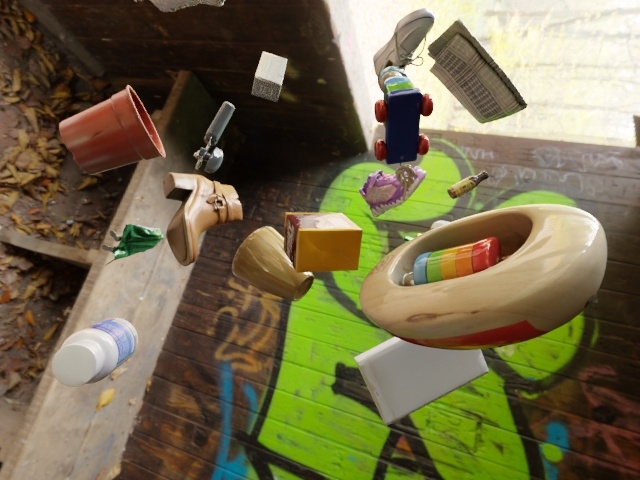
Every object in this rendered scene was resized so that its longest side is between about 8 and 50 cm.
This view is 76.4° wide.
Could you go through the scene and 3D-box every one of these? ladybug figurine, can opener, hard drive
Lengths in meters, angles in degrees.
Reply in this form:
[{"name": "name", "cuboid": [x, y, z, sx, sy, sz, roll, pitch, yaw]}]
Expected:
[{"name": "ladybug figurine", "cuboid": [0.265, 0.080, 0.733, 0.161, 0.450, 0.305, 56, 49, -16]}, {"name": "can opener", "cuboid": [-0.369, -0.362, 1.444, 0.074, 0.093, 0.280, -23, -134, 61]}, {"name": "hard drive", "cuboid": [0.266, 0.325, 1.059, 0.040, 0.308, 0.202, -138, -157, -77]}]

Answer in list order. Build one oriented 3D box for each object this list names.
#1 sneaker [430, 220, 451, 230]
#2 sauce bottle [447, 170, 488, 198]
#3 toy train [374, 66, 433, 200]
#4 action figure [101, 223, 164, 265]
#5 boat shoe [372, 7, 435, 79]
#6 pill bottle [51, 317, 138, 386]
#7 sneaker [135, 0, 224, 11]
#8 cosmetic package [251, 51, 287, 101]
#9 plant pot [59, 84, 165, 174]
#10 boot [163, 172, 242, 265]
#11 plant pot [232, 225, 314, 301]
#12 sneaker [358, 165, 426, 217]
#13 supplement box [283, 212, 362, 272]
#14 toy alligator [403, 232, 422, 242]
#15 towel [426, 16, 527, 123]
[{"name": "sneaker", "cuboid": [0.628, -0.037, 1.639, 0.135, 0.367, 0.149, 121, -14, -76]}, {"name": "sauce bottle", "cuboid": [0.460, -0.175, 1.265, 0.042, 0.128, 0.042, 59, 4, -6]}, {"name": "toy train", "cuboid": [0.157, -0.219, 0.845, 0.247, 0.105, 0.143, 81, 2, -48]}, {"name": "action figure", "cuboid": [-0.549, -0.003, 1.228, 0.137, 0.064, 0.232, -54, 173, 10]}, {"name": "boat shoe", "cuboid": [0.313, -0.707, 1.551, 0.367, 0.136, 0.156, 160, -75, -65]}, {"name": "pill bottle", "cuboid": [-0.647, 0.320, 1.175, 0.272, 0.153, 0.152, 171, -69, -83]}, {"name": "sneaker", "cuboid": [-0.433, -0.755, 1.230, 0.110, 0.298, 0.129, -74, 180, -52]}, {"name": "cosmetic package", "cuboid": [-0.235, -0.761, 1.886, 0.107, 0.127, 0.237, 117, -19, -51]}, {"name": "plant pot", "cuboid": [-0.749, -0.378, 1.464, 0.272, 0.265, 0.272, 156, -90, -82]}, {"name": "boot", "cuboid": [-0.329, -0.059, 1.182, 0.220, 0.109, 0.283, 6, 58, -48]}, {"name": "plant pot", "cuboid": [-0.156, 0.110, 1.531, 0.237, 0.255, 0.237, -45, 156, -27]}, {"name": "sneaker", "cuboid": [0.172, -0.139, 1.045, 0.095, 0.104, 0.236, -44, -174, -24]}, {"name": "supplement box", "cuboid": [0.000, 0.000, 1.249, 0.194, 0.192, 0.128, -130, -138, -65]}, {"name": "toy alligator", "cuboid": [0.375, 0.014, 1.424, 0.056, 0.190, 0.051, -56, -142, 45]}, {"name": "towel", "cuboid": [0.455, -0.495, 1.246, 0.056, 0.324, 0.312, -41, -174, 7]}]
